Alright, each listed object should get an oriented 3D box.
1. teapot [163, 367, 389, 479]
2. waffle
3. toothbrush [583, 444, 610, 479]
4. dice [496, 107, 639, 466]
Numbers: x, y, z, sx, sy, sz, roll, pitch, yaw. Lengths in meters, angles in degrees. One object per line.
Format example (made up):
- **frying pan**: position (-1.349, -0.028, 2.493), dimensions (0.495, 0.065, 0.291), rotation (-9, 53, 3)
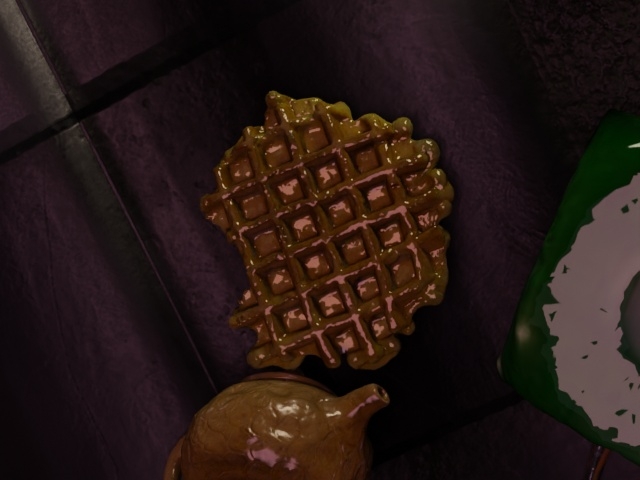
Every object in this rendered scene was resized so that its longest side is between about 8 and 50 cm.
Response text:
- **teapot**: position (-0.052, 0.215, 1.593), dimensions (0.311, 0.167, 0.203), rotation (-19, 137, 38)
- **waffle**: position (0.001, -0.010, 1.568), dimensions (0.281, 0.058, 0.301), rotation (2, 83, 13)
- **toothbrush**: position (0.280, 0.316, 1.590), dimensions (0.031, 0.023, 0.321), rotation (19, 101, 7)
- **dice**: position (0.349, 0.060, 1.388), dimensions (0.297, 0.300, 0.287), rotation (25, 97, 10)
